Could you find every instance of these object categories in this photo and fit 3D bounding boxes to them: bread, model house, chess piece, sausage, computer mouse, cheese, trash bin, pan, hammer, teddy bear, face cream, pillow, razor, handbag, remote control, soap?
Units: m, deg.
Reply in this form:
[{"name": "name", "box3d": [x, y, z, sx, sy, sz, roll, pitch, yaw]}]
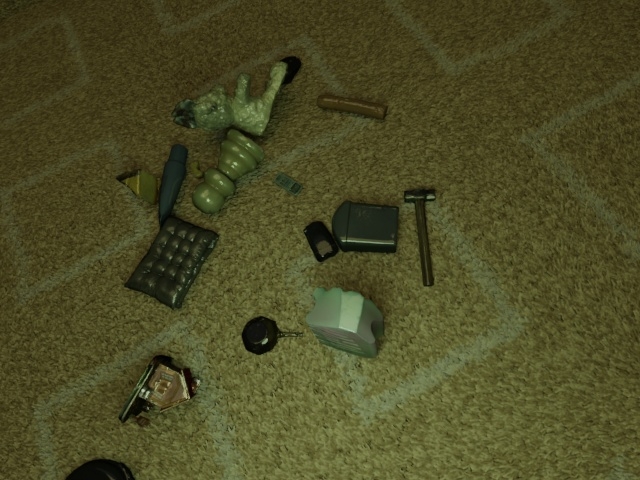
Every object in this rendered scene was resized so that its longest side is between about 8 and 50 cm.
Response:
[{"name": "bread", "box3d": [-0.732, -0.215, 1.812, 0.151, 0.147, 0.127, 1, 79, 17]}, {"name": "model house", "box3d": [-0.481, 0.484, 1.402, 0.153, 0.294, 0.207, 27, 73, -1]}, {"name": "chess piece", "box3d": [-0.378, -0.253, 1.755, 0.182, 0.182, 0.330, 31, 80, 21]}, {"name": "sausage", "box3d": [0.127, -0.553, 1.851, 0.300, 0.066, 0.066, 16, 70, 14]}, {"name": "computer mouse", "box3d": [-0.151, -0.765, 1.994, 0.099, 0.057, 0.172, 32, 74, 18]}, {"name": "cheese", "box3d": [-0.512, -0.294, 1.865, 0.044, 0.030, 0.083, -36, 59, 0]}, {"name": "trash bin", "box3d": [0.157, -0.047, 1.601, 0.236, 0.101, 0.177, 4, 66, 9]}, {"name": "pan", "box3d": [-0.176, 0.304, 1.530, 0.201, 0.048, 0.129, -24, 64, -2]}, {"name": "hammer", "box3d": [0.365, -0.015, 1.586, 0.111, 0.043, 0.366, -4, 68, 7]}, {"name": "teddy bear", "box3d": [-0.360, -0.589, 1.809, 0.361, 0.327, 0.376, 19, 78, -12]}, {"name": "face cream", "box3d": [-0.604, -0.216, 1.809, 0.086, 0.136, 0.386, 12, 62, -15]}, {"name": "pillow", "box3d": [-0.551, 0.076, 1.674, 0.227, 0.101, 0.327, 20, 73, 15]}, {"name": "razor", "box3d": [0.000, 0.000, 1.631, 0.089, 0.054, 0.148, -25, 65, -6]}, {"name": "handbag", "box3d": [-0.681, 0.831, 1.363, 0.253, 0.093, 0.308, -19, 64, 2]}, {"name": "remote control", "box3d": [-0.128, -0.223, 1.772, 0.124, 0.018, 0.053, 35, 77, 22]}, {"name": "soap", "box3d": [0.079, 0.250, 1.345, 0.208, 0.347, 0.115, 13, 68, 15]}]
